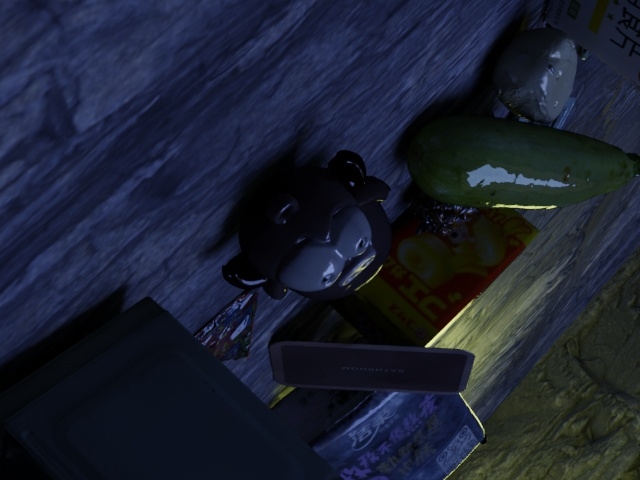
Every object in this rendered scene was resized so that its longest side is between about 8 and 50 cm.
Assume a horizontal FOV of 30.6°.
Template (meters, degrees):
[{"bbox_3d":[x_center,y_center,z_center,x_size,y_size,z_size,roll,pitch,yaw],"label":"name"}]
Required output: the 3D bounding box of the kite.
[{"bbox_3d":[-0.114,0.121,1.351,0.189,0.009,0.232,-56,161,15],"label":"kite"}]

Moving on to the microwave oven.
[{"bbox_3d":[-0.179,0.281,1.086,0.218,0.286,0.355,-34,159,-39],"label":"microwave oven"}]

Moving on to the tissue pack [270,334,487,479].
[{"bbox_3d":[0.100,0.289,1.802,0.259,0.122,0.361,-42,140,-3],"label":"tissue pack"}]

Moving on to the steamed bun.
[{"bbox_3d":[0.270,-0.215,1.486,0.112,0.091,0.130,-61,153,-10],"label":"steamed bun"}]

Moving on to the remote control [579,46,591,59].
[{"bbox_3d":[0.439,-0.325,1.793,0.124,0.018,0.053,-42,160,-26],"label":"remote control"}]

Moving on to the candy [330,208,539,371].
[{"bbox_3d":[0.159,0.036,1.610,0.276,0.146,0.088,-42,169,-29],"label":"candy"}]

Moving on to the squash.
[{"bbox_3d":[0.266,-0.094,1.493,0.371,0.118,0.118,2,130,-33],"label":"squash"}]

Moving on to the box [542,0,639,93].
[{"bbox_3d":[0.403,-0.352,1.408,0.145,0.173,0.333,-42,160,-24],"label":"box"}]

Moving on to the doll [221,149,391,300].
[{"bbox_3d":[-0.001,-0.001,1.218,0.182,0.117,0.257,-46,164,2],"label":"doll"}]

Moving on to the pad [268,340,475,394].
[{"bbox_3d":[0.067,0.171,1.555,0.176,0.266,0.002,88,5,-64],"label":"pad"}]

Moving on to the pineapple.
[{"bbox_3d":[0.205,-0.081,1.574,0.221,0.103,0.083,-44,160,-18],"label":"pineapple"}]

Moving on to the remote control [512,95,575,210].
[{"bbox_3d":[0.281,-0.103,1.784,0.103,0.051,0.293,-4,133,-39],"label":"remote control"}]
